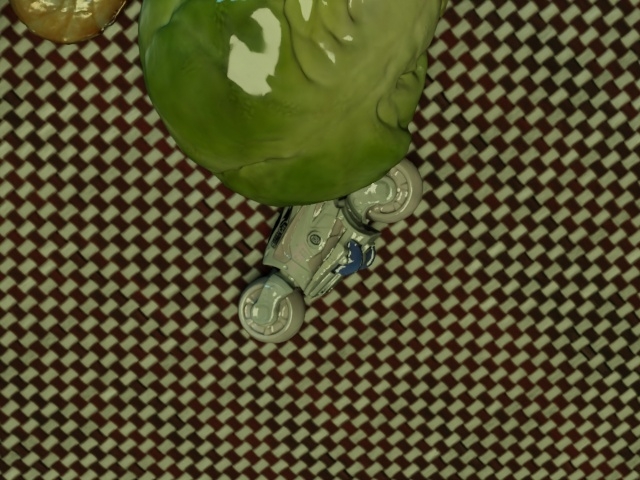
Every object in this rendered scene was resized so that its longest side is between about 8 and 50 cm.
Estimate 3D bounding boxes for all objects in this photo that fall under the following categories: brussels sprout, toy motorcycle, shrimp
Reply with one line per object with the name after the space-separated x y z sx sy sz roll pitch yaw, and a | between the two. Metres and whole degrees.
-0.028 -0.186 1.196 0.274 0.242 0.316 14 111 -15 | brussels sprout
0.000 0.000 1.365 0.112 0.112 0.254 40 105 -18 | toy motorcycle
-0.245 -0.301 1.238 0.133 0.053 0.236 -3 116 0 | shrimp
